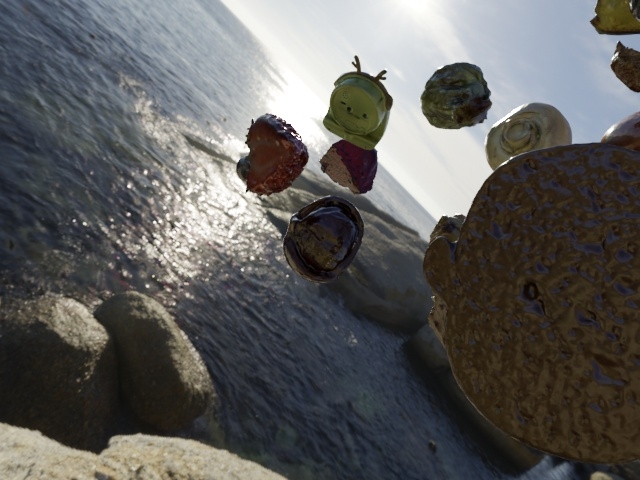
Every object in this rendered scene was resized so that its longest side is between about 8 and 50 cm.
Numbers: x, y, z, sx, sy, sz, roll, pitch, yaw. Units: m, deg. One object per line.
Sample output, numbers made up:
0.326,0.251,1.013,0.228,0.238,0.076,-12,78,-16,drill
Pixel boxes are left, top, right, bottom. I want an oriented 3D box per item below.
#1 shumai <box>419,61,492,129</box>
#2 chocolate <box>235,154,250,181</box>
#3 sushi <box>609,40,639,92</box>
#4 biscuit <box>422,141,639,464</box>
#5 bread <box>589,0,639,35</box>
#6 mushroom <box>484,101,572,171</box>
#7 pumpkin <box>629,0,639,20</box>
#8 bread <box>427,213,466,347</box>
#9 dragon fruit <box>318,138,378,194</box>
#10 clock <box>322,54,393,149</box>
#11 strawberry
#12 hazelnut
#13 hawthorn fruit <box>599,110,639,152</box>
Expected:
0.459,-0.460,1.442,0.225,0.222,0.261,18,-25,-8,shumai
-0.146,-0.182,1.005,0.072,0.072,0.167,46,30,3,chocolate
0.617,-0.341,0.807,0.118,0.061,0.060,46,-19,11,sushi
0.307,0.068,0.547,0.350,0.395,0.070,17,1,35,biscuit
1.173,-0.881,1.570,0.251,0.174,0.133,10,31,20,bread
0.610,-0.295,1.227,0.202,0.246,0.246,20,27,-46,mushroom
1.154,-0.828,1.359,0.220,0.220,0.161,49,35,17,pumpkin
0.432,0.138,1.200,0.191,0.314,0.370,-7,51,-15,bread
0.135,-0.363,2.035,0.240,0.302,0.330,2,62,-51,dragon fruit
0.136,-0.485,1.451,0.235,0.096,0.308,30,-33,11,clock
-0.080,-0.187,0.835,0.097,0.228,0.175,0,80,-30,strawberry
0.007,0.003,0.955,0.170,0.161,0.202,15,54,8,hazelnut
0.699,-0.185,0.819,0.199,0.251,0.199,48,17,-20,hawthorn fruit
